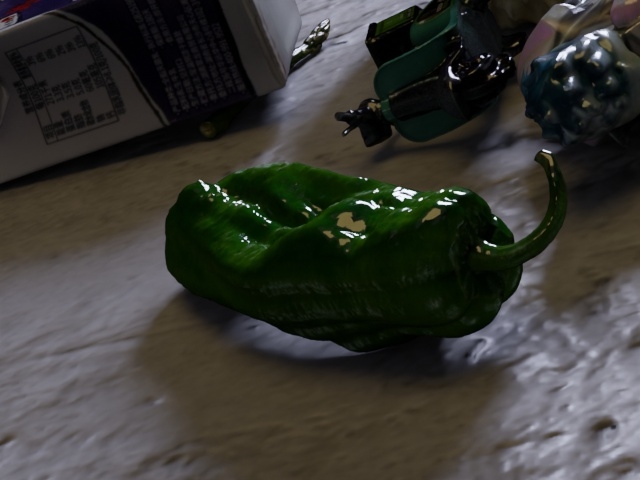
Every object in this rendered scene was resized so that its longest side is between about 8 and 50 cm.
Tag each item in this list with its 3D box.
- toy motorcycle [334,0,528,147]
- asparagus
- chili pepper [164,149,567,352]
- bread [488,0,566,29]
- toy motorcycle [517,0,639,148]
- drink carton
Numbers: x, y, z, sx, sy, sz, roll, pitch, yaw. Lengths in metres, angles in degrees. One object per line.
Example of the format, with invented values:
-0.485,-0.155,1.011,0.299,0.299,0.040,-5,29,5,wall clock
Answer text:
0.067,-0.099,1.040,0.100,0.058,0.173,-25,19,17,toy motorcycle
-0.033,-0.106,1.185,0.016,0.016,0.163,-33,8,42,asparagus
0.004,0.002,0.838,0.100,0.074,0.257,-33,26,-30,chili pepper
0.119,-0.265,1.184,0.183,0.211,0.224,-7,30,40,bread
0.183,-0.097,0.906,0.239,0.108,0.204,-32,3,44,toy motorcycle
-0.134,-0.126,1.175,0.222,0.102,0.134,-19,23,13,drink carton
